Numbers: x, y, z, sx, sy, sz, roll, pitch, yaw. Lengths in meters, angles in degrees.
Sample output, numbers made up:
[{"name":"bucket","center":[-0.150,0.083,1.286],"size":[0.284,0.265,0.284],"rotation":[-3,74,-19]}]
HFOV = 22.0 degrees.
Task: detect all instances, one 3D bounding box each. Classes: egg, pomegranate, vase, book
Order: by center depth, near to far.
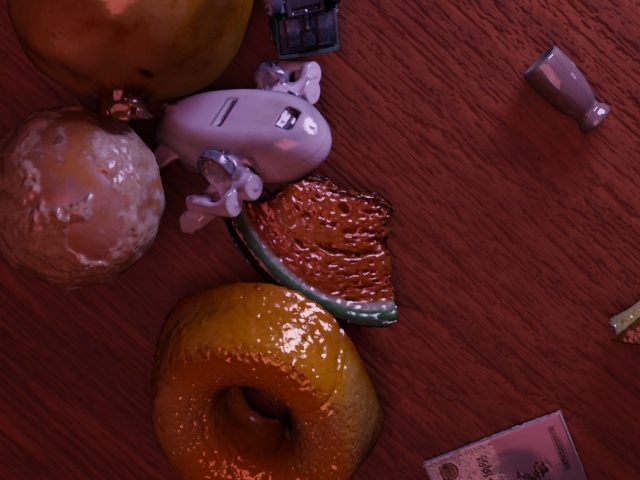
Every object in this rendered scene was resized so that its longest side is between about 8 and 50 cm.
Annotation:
[{"name":"pomegranate","center":[-0.200,-0.290,1.812],"size":[0.307,0.307,0.307],"rotation":[1,100,6]},{"name":"egg","center":[-0.273,-0.052,1.828],"size":[0.203,0.245,0.203],"rotation":[-6,120,-11]},{"name":"vase","center":[0.286,-0.171,1.895],"size":[0.101,0.053,0.053],"rotation":[45,102,-6]},{"name":"book","center":[0.230,0.294,2.002],"size":[0.182,0.014,0.127],"rotation":[-22,97,10]}]

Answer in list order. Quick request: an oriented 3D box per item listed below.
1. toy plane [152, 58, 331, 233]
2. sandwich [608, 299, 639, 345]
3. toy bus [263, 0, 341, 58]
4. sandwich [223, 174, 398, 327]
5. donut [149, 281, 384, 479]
[{"name":"toy plane","center":[-0.092,-0.114,1.876],"size":[0.252,0.252,0.118],"rotation":[-27,129,10]},{"name":"sandwich","center":[0.454,0.069,1.898],"size":[0.244,0.090,0.088],"rotation":[-34,92,11]},{"name":"toy bus","center":[-0.033,-0.337,1.842],"size":[0.091,0.109,0.261],"rotation":[-10,116,-7]},{"name":"sandwich","center":[-0.010,0.006,1.935],"size":[0.235,0.079,0.159],"rotation":[18,85,-15]},{"name":"donut","center":[-0.074,0.198,1.924],"size":[0.303,0.110,0.303],"rotation":[8,124,12]}]
